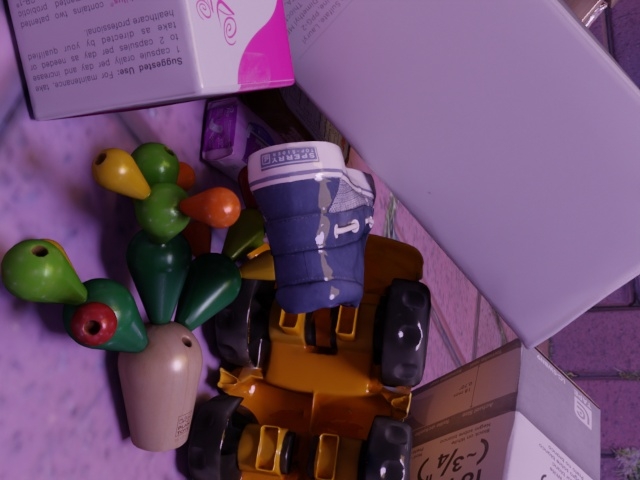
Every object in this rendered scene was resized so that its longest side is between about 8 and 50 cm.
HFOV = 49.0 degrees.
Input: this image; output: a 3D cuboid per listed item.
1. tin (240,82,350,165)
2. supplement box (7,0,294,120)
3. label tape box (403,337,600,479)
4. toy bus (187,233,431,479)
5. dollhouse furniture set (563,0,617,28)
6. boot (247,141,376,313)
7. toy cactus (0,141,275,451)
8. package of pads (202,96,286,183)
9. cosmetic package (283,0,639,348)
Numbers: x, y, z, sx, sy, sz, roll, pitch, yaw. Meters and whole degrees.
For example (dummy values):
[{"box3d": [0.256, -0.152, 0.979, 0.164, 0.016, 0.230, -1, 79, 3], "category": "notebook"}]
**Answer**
[{"box3d": [-0.017, -0.131, 0.641, 0.190, 0.040, 0.106, 43, 53, -57], "category": "tin"}, {"box3d": [-0.098, -0.182, 0.375, 0.111, 0.114, 0.219, -31, 114, -64], "category": "supplement box"}, {"box3d": [0.076, 0.255, 0.523, 0.106, 0.241, 0.333, 44, 37, -12], "category": "label tape box"}, {"box3d": [0.005, 0.127, 0.555, 0.211, 0.150, 0.220, 72, 26, -65], "category": "toy bus"}, {"box3d": [0.198, -0.247, 0.731, 0.303, 0.355, 0.174, -49, 159, 9], "category": "dollhouse furniture set"}, {"box3d": [0.000, 0.000, 0.429, 0.190, 0.069, 0.086, 12, 70, -77], "category": "boot"}, {"box3d": [-0.083, 0.033, 0.414, 0.219, 0.112, 0.180, -31, 125, -72], "category": "toy cactus"}, {"box3d": [-0.057, -0.070, 0.546, 0.083, 0.032, 0.050, 34, 55, -60], "category": "package of pads"}, {"box3d": [0.092, -0.139, 0.508, 0.385, 0.156, 0.217, 52, 25, 5], "category": "cosmetic package"}]
